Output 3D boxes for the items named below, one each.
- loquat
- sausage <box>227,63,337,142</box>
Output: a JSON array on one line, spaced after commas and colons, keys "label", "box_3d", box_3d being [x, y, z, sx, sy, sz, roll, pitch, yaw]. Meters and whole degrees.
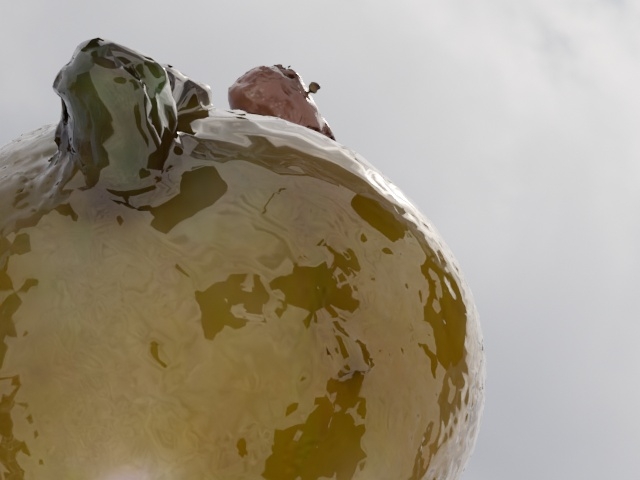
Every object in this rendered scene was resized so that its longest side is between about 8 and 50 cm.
[{"label": "loquat", "box_3d": [-0.078, 0.059, 0.868, 0.328, 0.359, 0.328, -2, -144, 2]}, {"label": "sausage", "box_3d": [0.001, 0.000, 1.408, 0.079, 0.087, 0.327, -28, -54, -13]}]
